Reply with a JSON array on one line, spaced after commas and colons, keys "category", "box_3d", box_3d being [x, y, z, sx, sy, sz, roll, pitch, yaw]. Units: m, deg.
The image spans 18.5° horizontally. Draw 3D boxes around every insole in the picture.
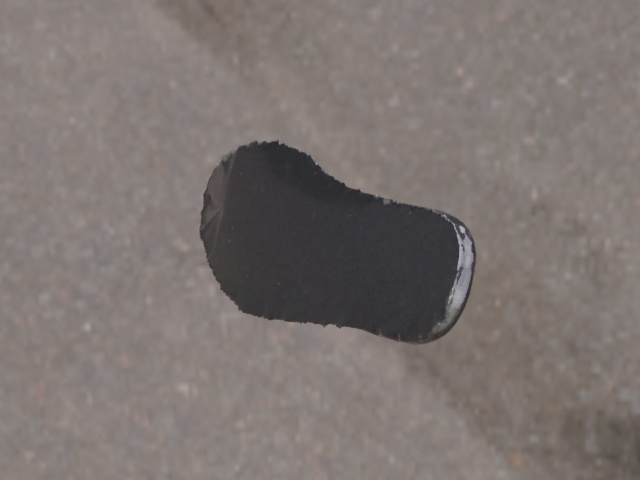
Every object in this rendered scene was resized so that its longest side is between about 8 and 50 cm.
[{"category": "insole", "box_3d": [0.000, 0.000, 1.167, 0.012, 0.110, 0.309, 17, -2, -31]}]
